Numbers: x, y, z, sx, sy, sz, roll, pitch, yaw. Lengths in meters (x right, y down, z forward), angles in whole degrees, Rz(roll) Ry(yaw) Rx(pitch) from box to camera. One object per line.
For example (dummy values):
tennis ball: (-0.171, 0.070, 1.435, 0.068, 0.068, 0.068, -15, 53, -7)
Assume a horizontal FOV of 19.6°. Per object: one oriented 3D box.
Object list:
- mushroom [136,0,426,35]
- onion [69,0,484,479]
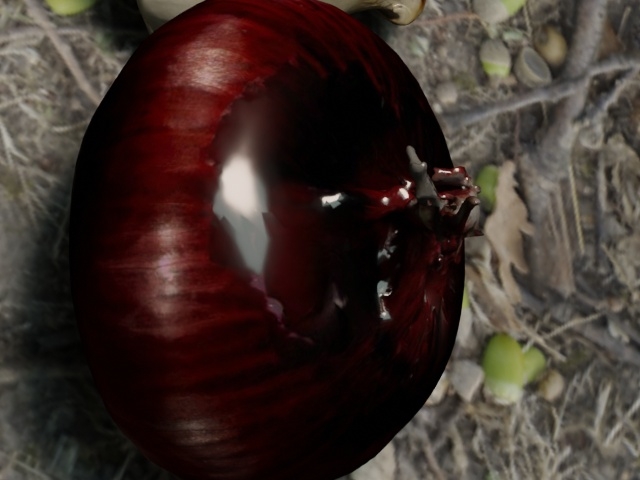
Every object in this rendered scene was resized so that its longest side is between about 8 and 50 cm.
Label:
mushroom: (-0.032, -0.169, 1.135, 0.225, 0.093, 0.116, -1, 49, -24)
onion: (0.000, 0.000, 0.981, 0.273, 0.285, 0.273, 12, 75, -52)
